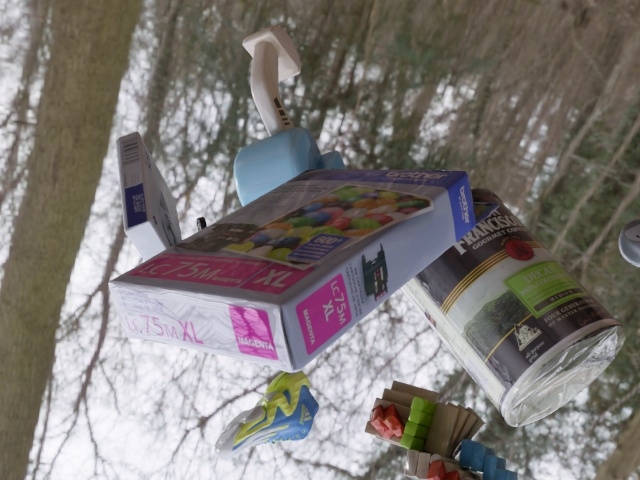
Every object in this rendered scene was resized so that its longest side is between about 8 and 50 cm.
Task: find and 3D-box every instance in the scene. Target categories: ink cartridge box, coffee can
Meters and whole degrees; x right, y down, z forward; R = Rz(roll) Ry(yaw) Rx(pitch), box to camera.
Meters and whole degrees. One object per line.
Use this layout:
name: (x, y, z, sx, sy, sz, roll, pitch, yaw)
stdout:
ink cartridge box: (0.000, 0.000, 0.738, 0.186, 0.065, 0.311, 5, -156, 39)
coffee can: (0.255, 0.090, 1.222, 0.202, 0.201, 0.275, -7, -133, -39)
ink cartridge box: (-0.254, -0.022, 1.381, 0.045, 0.224, 0.223, -19, -134, 1)

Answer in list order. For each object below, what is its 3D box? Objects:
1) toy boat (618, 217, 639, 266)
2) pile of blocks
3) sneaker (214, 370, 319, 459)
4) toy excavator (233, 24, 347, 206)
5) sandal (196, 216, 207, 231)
toy boat: (0.548, 0.041, 1.180, 0.318, 0.267, 0.148, 12, -159, -33)
pile of blocks: (0.202, 0.343, 1.374, 0.362, 0.149, 0.113, 41, -173, 37)
sneaker: (-0.087, 0.358, 1.667, 0.240, 0.091, 0.126, -42, -82, -29)
toy excavator: (-0.076, -0.199, 1.856, 0.222, 0.445, 0.433, -15, -156, 25)
sandal: (-0.133, 0.036, 1.215, 0.040, 0.179, 0.067, -20, -146, -4)
